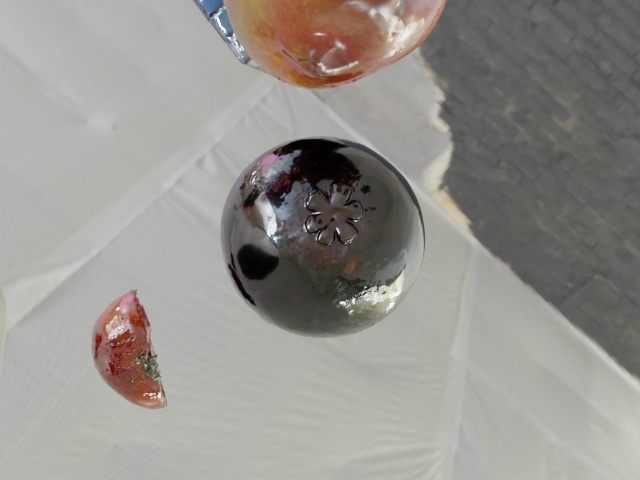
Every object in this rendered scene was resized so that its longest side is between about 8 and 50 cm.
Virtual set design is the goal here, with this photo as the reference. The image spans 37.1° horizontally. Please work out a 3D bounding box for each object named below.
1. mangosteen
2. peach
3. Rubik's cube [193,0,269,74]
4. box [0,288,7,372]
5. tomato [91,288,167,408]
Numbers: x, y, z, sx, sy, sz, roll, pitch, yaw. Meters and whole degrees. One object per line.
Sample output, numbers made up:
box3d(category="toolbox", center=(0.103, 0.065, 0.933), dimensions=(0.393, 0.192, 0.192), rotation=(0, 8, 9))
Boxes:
box3d(category="mangosteen", center=(0.012, -0.002, 1.373), dimensions=(0.297, 0.297, 0.313), rotation=(53, -168, 21))
box3d(category="peach", center=(0.017, -0.355, 1.184), dimensions=(0.290, 0.373, 0.372), rotation=(52, -162, -29))
box3d(category="Rubik's cube", center=(-0.063, -0.419, 1.520), dimensions=(0.237, 0.237, 0.238), rotation=(52, -163, 10))
box3d(category="box", center=(-0.515, 0.205, 1.166), dimensions=(0.141, 0.289, 0.349), rotation=(43, -156, -38))
box3d(category="tomato", center=(-0.308, 0.178, 1.501), dimensions=(0.099, 0.189, 0.173), rotation=(-14, -163, -13))
